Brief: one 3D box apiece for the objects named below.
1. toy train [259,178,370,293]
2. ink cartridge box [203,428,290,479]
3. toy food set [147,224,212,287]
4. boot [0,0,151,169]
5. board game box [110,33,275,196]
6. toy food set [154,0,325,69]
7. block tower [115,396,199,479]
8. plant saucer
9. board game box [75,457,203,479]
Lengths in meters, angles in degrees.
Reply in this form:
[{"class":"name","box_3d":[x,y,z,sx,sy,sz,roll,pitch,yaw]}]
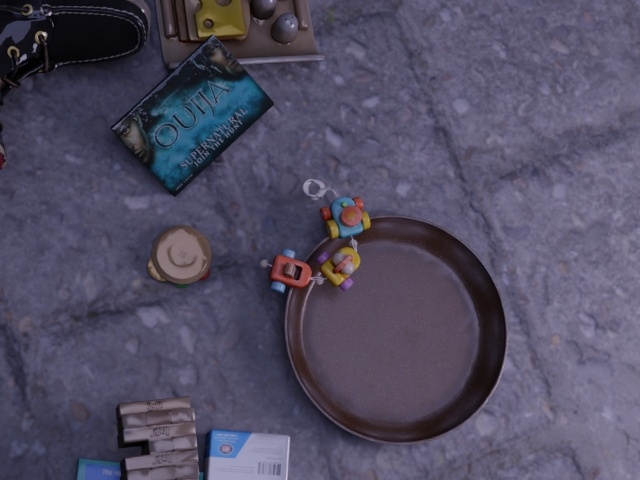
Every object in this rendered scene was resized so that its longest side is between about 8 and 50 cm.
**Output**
[{"class":"toy train","box_3d":[0.000,0.000,1.732,0.125,0.046,0.166,23,74,-7]},{"class":"ink cartridge box","box_3d":[-0.099,0.336,1.674,0.104,0.061,0.181,6,75,-10]},{"class":"toy food set","box_3d":[-0.184,0.021,1.750,0.082,0.020,0.083,17,74,-8]},{"class":"boot","box_3d":[-0.401,-0.199,1.636,0.377,0.138,0.284,1,48,-8]},{"class":"board game box","box_3d":[-0.170,-0.167,1.757,0.186,0.026,0.126,-44,106,-5]},{"class":"toy food set","box_3d":[-0.122,-0.383,1.821,0.219,0.092,0.306,-6,78,-14]},{"class":"block tower","box_3d":[-0.189,0.360,1.584,0.097,0.091,0.335,-4,78,-14]},{"class":"plant saucer","box_3d":[0.100,0.121,1.775,0.310,0.050,0.311,3,76,-11]},{"class":"board game box","box_3d":[-0.237,0.385,1.640,0.160,0.047,0.210,8,75,-11]}]
